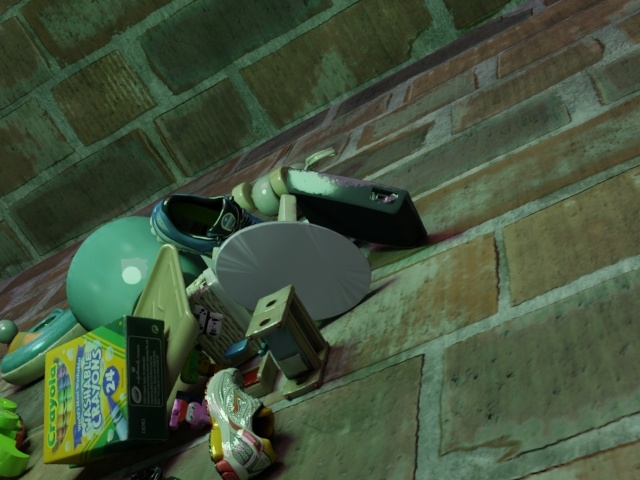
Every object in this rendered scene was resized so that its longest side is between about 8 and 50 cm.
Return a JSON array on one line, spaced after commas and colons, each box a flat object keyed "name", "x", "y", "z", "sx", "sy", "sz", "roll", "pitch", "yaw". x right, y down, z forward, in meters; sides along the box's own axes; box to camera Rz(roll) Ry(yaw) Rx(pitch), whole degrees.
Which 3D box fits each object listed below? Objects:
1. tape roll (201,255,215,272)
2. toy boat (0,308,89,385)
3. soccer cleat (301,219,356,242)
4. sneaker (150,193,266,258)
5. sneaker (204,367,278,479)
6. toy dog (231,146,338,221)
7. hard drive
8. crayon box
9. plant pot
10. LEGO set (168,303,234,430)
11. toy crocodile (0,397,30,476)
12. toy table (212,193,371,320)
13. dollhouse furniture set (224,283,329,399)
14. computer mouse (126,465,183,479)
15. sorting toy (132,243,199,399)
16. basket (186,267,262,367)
[{"name": "tape roll", "x": -0.339, "y": 0.054, "z": 2.149, "sx": 0.286, "sy": 0.100, "sz": 0.286, "roll": -29, "pitch": 8, "yaw": 5}, {"name": "toy boat", "x": -0.785, "y": 0.274, "z": 2.274, "sx": 0.318, "sy": 0.148, "sz": 0.267, "roll": -12, "pitch": 26, "yaw": 48}, {"name": "soccer cleat", "x": 0.000, "y": 0.000, "z": 1.795, "sx": 0.331, "sy": 0.116, "sz": 0.143, "roll": -32, "pitch": -6, "yaw": 5}, {"name": "sneaker", "x": -0.172, "y": -0.006, "z": 1.644, "sx": 0.147, "sy": 0.330, "sz": 0.129, "roll": 131, "pitch": 154, "yaw": -71}, {"name": "sneaker", "x": -0.109, "y": 0.264, "z": 1.222, "sx": 0.093, "sy": 0.088, "sz": 0.225, "roll": -24, "pitch": 32, "yaw": 1}, {"name": "toy dog", "x": -0.084, "y": -0.118, "z": 2.253, "sx": 0.220, "sy": 0.161, "sz": 0.334, "roll": -19, "pitch": 6, "yaw": 45}, {"name": "hard drive", "x": 0.064, "y": -0.058, "z": 1.599, "sx": 0.255, "sy": 0.172, "sz": 0.054, "roll": 13, "pitch": 66, "yaw": 29}, {"name": "crayon box", "x": -0.388, "y": 0.269, "z": 1.444, "sx": 0.083, "sy": 0.203, "sz": 0.323, "roll": 13, "pitch": -28, "yaw": -41}, {"name": "plant pot", "x": -0.351, "y": 0.116, "z": 1.757, "sx": 0.293, "sy": 0.293, "sz": 0.235, "roll": -37, "pitch": 32, "yaw": -19}, {"name": "LEGO set", "x": -0.194, "y": 0.235, "z": 1.443, "sx": 0.087, "sy": 0.093, "sz": 0.227, "roll": 113, "pitch": 167, "yaw": -55}, {"name": "toy crocodile", "x": -0.668, "y": 0.409, "z": 1.766, "sx": 0.340, "sy": 0.105, "sz": 0.115, "roll": 0, "pitch": 70, "yaw": 70}, {"name": "toy table", "x": -0.060, "y": 0.048, "z": 1.534, "sx": 0.161, "sy": 0.274, "sz": 0.252, "roll": -146, "pitch": 75, "yaw": -77}, {"name": "dollhouse furniture set", "x": -0.101, "y": 0.186, "z": 1.348, "sx": 0.184, "sy": 0.129, "sz": 0.129, "roll": -26, "pitch": 18, "yaw": 16}, {"name": "computer mouse", "x": -0.237, "y": 0.373, "z": 1.226, "sx": 0.071, "sy": 0.041, "sz": 0.242, "roll": -37, "pitch": 11, "yaw": -23}, {"name": "sorting toy", "x": -0.288, "y": 0.189, "z": 1.483, "sx": 0.307, "sy": 0.041, "sz": 0.229, "roll": -63, "pitch": 33, "yaw": 26}, {"name": "basket", "x": -0.188, "y": 0.151, "z": 1.555, "sx": 0.103, "sy": 0.167, "sz": 0.113, "roll": -39, "pitch": 17, "yaw": -4}]
